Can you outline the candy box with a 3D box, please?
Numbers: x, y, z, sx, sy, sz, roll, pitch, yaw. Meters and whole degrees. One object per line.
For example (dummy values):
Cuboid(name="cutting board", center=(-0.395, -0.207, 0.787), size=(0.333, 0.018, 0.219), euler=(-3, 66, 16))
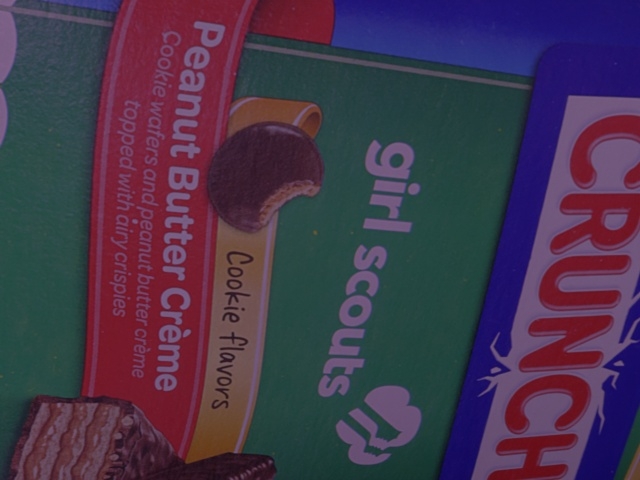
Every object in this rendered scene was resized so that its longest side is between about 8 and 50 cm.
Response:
Cuboid(name="candy box", center=(0.000, 0.000, 0.419), size=(0.317, 0.268, 0.122), euler=(4, 24, -23))
